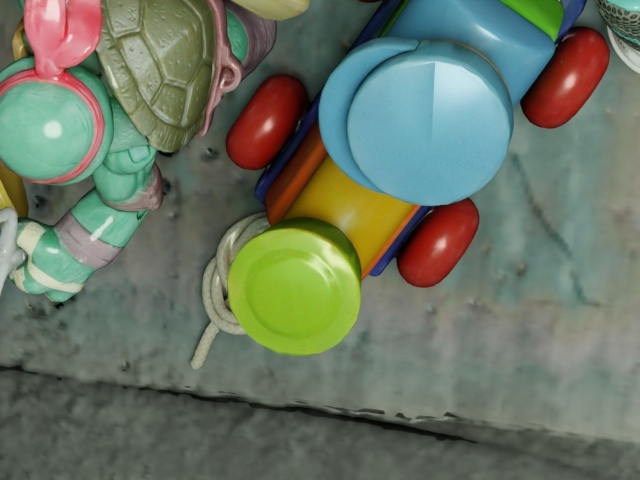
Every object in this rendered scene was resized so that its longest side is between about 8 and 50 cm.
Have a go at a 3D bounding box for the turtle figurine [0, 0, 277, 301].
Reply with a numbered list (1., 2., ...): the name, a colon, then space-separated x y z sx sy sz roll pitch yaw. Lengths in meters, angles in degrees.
1. turtle figurine: -0.084 -0.062 0.587 0.118 0.234 0.175 -2 114 17

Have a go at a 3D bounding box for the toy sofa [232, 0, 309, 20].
1. toy sofa: 0.089 -0.211 0.484 0.362 0.150 0.177 -17 77 20

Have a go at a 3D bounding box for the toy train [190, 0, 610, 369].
1. toy train: 0.000 0.000 0.648 0.105 0.143 0.248 35 118 -4

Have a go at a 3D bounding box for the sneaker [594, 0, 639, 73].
1. sneaker: 0.165 -0.110 0.586 0.166 0.076 0.065 -33 70 22

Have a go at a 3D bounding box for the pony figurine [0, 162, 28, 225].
1. pony figurine: -0.334 -0.096 0.639 0.363 0.303 0.351 -18 119 4
